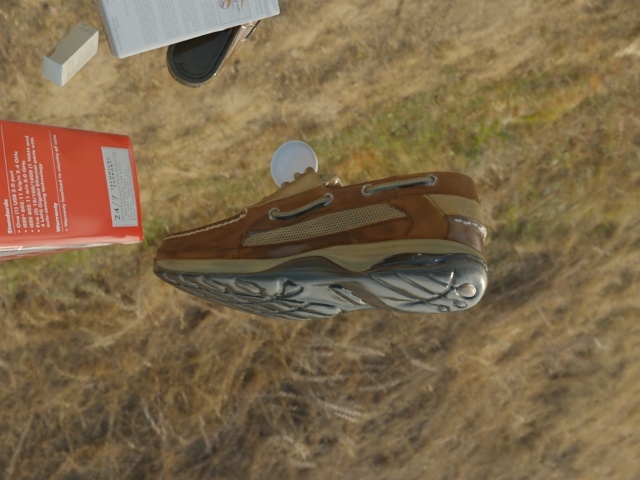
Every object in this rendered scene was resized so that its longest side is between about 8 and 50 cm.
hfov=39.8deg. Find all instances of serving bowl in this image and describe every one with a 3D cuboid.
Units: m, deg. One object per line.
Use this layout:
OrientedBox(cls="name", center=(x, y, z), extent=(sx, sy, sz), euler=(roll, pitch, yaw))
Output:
OrientedBox(cls="serving bowl", center=(-0.040, -0.121, 1.453), extent=(0.083, 0.083, 0.027), euler=(-38, 161, 16))

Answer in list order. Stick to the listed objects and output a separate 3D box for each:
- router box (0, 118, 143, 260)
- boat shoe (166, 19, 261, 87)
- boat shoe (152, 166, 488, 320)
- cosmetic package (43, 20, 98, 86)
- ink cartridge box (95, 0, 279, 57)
OrientedBox(cls="router box", center=(-0.343, -0.015, 0.578), extent=(0.335, 0.082, 0.301), euler=(-7, 179, 24))
OrientedBox(cls="boat shoe", center=(-0.125, -0.361, 1.287), extent=(0.307, 0.110, 0.104), euler=(-51, -171, 0))
OrientedBox(cls="boat shoe", center=(0.000, 0.000, 0.806), extent=(0.323, 0.120, 0.122), euler=(-2, 156, 27))
OrientedBox(cls="cosmetic package", center=(-0.454, -0.340, 1.609), extent=(0.115, 0.041, 0.060), euler=(-59, 176, -38))
OrientedBox(cls="ink cartridge box", center=(-0.187, -0.361, 1.165), extent=(0.232, 0.066, 0.189), euler=(-21, 119, -18))
